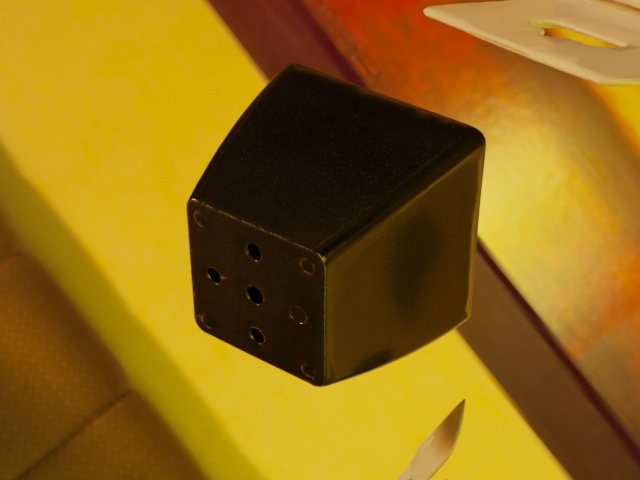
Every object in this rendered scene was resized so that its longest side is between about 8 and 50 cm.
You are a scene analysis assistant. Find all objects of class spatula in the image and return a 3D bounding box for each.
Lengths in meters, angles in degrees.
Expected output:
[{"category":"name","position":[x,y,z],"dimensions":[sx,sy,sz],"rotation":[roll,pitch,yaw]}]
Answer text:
[{"category":"spatula","position":[0.053,0.251,1.081],"dimensions":[0.019,0.242,0.168],"rotation":[20,49,-12]}]

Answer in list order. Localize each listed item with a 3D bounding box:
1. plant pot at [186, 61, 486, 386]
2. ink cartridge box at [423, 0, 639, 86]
[{"category":"plant pot","position":[0.000,0.000,1.031],"dimensions":[0.187,0.167,0.188],"rotation":[23,-49,27]},{"category":"ink cartridge box","position":[0.236,-0.158,0.573],"dimensions":[0.207,0.353,0.119],"rotation":[-134,-143,-65]}]
